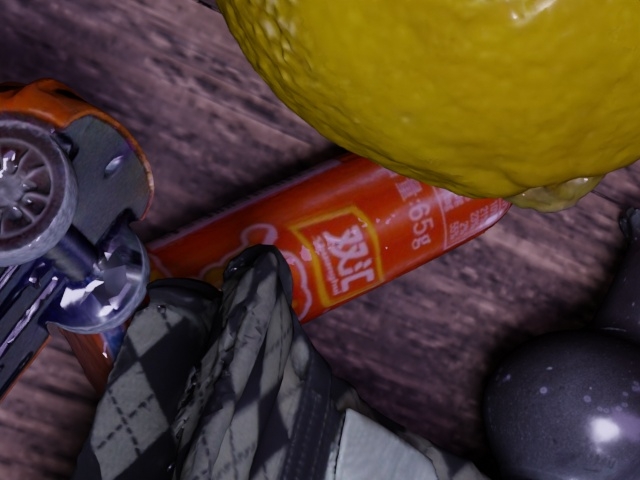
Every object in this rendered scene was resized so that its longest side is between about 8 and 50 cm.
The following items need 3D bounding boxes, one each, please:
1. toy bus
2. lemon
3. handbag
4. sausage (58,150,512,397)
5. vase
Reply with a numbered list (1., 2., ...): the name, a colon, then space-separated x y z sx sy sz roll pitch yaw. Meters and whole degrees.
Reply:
1. toy bus: -0.214 0.061 0.680 0.153 0.143 0.329 35 82 15
2. lemon: 0.076 -0.161 0.729 0.293 0.293 0.293 -4 99 -24
3. handbag: 0.050 0.219 0.725 0.416 0.180 0.316 34 52 -31
4. sausage: 0.000 0.000 0.821 0.274 0.074 0.074 -26 107 -20
5. vase: 0.164 0.063 0.889 0.120 0.120 0.183 34 69 -25
